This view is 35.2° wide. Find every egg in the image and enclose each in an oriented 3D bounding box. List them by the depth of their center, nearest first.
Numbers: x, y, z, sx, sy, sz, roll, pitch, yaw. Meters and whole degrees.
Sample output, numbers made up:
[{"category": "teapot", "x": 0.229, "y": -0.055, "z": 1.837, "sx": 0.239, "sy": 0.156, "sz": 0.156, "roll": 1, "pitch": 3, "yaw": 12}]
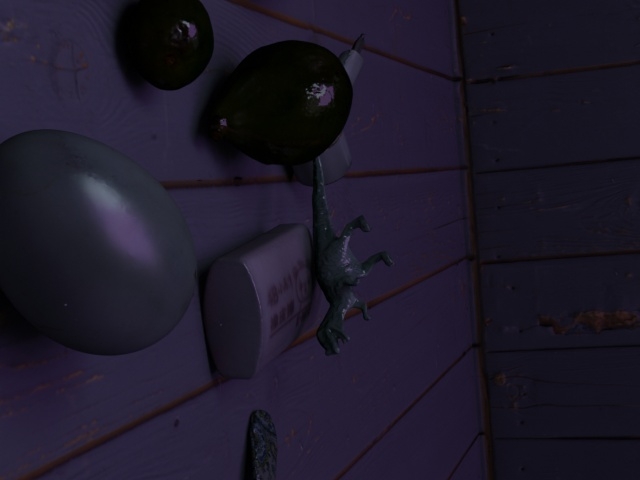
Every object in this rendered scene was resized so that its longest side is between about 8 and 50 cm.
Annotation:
[{"category": "egg", "x": -0.225, "y": 0.002, "z": 0.973, "sx": 0.264, "sy": 0.183, "sz": 0.183, "roll": 59, "pitch": 33, "yaw": -43}]

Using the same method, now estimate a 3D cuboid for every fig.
[{"category": "fig", "x": -0.185, "y": -0.273, "z": 1.275, "sx": 0.177, "sy": 0.117, "sz": 0.117, "roll": -87, "pitch": 163, "yaw": -49}, {"category": "fig", "x": -0.071, "y": -0.200, "z": 1.473, "sx": 0.245, "sy": 0.195, "sz": 0.195, "roll": -11, "pitch": 98, "yaw": -42}]

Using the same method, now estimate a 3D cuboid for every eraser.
[{"category": "eraser", "x": -0.081, "y": 0.083, "z": 1.512, "sx": 0.270, "sy": 0.094, "sz": 0.174, "roll": -31, "pitch": 118, "yaw": -68}]

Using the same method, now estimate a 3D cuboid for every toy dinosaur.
[{"category": "toy dinosaur", "x": 0.048, "y": -0.009, "z": 1.574, "sx": 0.076, "sy": 0.129, "sz": 0.383, "roll": 58, "pitch": 28, "yaw": -64}]

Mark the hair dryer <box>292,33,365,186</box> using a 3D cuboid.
[{"category": "hair dryer", "x": 0.020, "y": -0.275, "z": 1.799, "sx": 0.357, "sy": 0.107, "sz": 0.173, "roll": -67, "pitch": 149, "yaw": -41}]

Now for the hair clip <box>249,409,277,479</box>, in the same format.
[{"category": "hair clip", "x": -0.092, "y": 0.362, "z": 1.511, "sx": 0.066, "sy": 0.036, "sz": 0.229, "roll": 47, "pitch": 43, "yaw": -52}]
